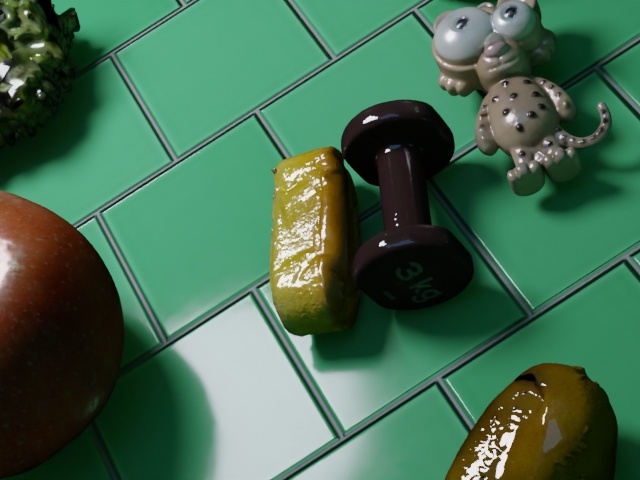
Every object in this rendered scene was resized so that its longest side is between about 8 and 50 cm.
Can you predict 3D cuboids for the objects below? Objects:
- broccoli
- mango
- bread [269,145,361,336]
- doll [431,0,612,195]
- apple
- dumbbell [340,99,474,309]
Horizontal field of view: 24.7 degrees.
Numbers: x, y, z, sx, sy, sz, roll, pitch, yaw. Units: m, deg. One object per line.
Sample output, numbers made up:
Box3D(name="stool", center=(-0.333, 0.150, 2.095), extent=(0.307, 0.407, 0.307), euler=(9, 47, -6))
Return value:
Box3D(name="broccoli", center=(-0.495, -0.286, 2.006), extent=(0.293, 0.281, 0.348), euler=(-32, 61, 2))
Box3D(name="mango", center=(0.209, 0.239, 1.445), extent=(0.151, 0.156, 0.248), euler=(33, 69, -1))
Box3D(name="bread", center=(0.000, 0.000, 1.727), extent=(0.094, 0.102, 0.245), euler=(-15, 51, 20))
Box3D(name="doll", center=(0.233, -0.183, 1.743), extent=(0.154, 0.119, 0.278), euler=(-29, 56, 5))
Box3D(name="apple", center=(-0.398, 0.106, 1.696), extent=(0.348, 0.277, 0.348), euler=(-6, 55, 9))
Box3D(name="dumbbell", center=(0.098, -0.041, 1.687), extent=(0.124, 0.140, 0.225), euler=(-21, 53, 21))
